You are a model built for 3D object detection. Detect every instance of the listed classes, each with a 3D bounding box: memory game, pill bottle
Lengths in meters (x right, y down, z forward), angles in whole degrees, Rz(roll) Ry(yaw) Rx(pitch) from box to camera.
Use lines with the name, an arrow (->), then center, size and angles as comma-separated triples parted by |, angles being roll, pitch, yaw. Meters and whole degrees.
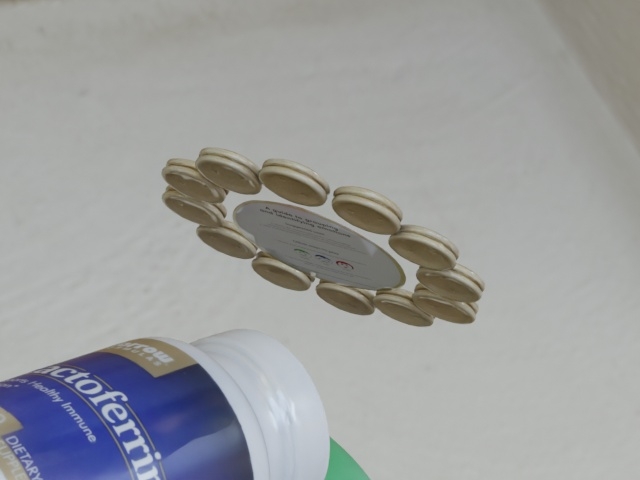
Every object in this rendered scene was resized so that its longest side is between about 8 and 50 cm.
memory game -> 0.000, 0.000, 0.974 | 0.012, 0.186, 0.186 | -67, 156, -18
pill bottle -> -0.126, 0.142, 1.082 | 0.264, 0.153, 0.153 | -17, 151, -46

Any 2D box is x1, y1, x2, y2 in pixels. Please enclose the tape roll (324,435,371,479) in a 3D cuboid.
tape roll -> -0.076, 0.269, 1.299 | 0.077, 0.321, 0.321 | -13, 151, -54
